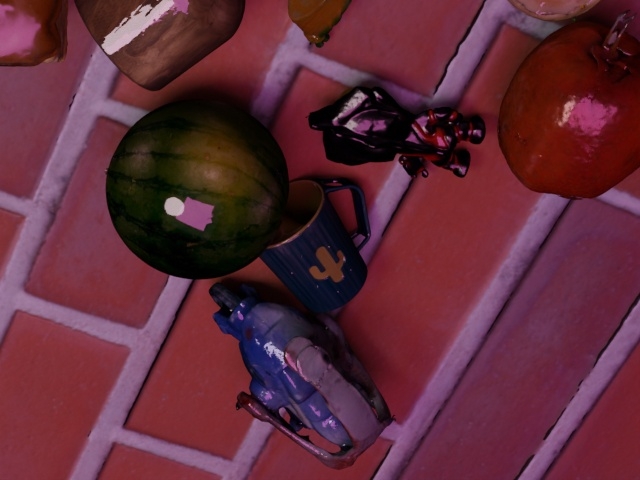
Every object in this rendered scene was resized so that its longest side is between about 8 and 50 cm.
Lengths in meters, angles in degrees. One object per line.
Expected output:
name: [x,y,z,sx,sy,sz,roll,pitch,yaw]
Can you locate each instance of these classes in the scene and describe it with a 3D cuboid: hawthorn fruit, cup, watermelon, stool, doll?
hawthorn fruit: [0.346,-0.190,1.962,0.211,0.211,0.299,4,140,-5]
cup: [0.000,0.000,2.137,0.176,0.131,0.155,-39,124,-9]
watermelon: [-0.163,-0.068,2.006,0.242,0.242,0.242,-1,122,-2]
stool: [-0.153,-0.329,1.876,0.264,0.179,0.179,-33,118,16]
doll: [0.097,-0.147,2.067,0.249,0.088,0.127,5,102,-17]

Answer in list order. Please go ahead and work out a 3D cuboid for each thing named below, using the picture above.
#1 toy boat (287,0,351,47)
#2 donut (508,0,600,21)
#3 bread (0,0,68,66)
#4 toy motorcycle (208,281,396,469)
toy boat: [0.030,-0.346,1.941,0.088,0.089,0.229,-3,134,-47]
donut: [0.305,-0.366,1.945,0.175,0.068,0.174,-3,122,-4]
bread: [-0.461,-0.377,1.793,0.324,0.143,0.333,1,99,-4]
toy motorcycle: [-0.015,0.177,2.193,0.241,0.182,0.319,-11,131,43]
